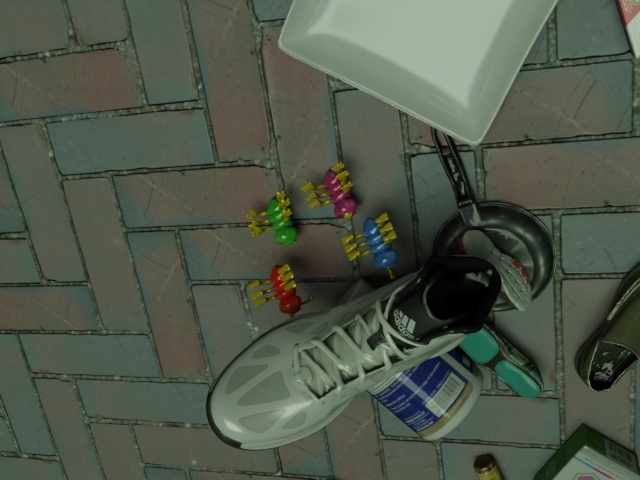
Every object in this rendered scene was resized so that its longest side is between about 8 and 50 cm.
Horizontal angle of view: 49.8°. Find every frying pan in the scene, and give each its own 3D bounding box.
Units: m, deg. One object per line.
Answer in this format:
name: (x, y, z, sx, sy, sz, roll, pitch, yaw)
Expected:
frying pan: (0.271, -0.024, 1.081, 0.197, 0.053, 0.326, 2, 116, 16)

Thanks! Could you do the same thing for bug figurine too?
bug figurine: (0.000, 0.000, 1.127, 0.279, 0.072, 0.216, -26, 73, 26)

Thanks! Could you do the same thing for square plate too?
square plate: (0.152, -0.359, 0.973, 0.344, 0.049, 0.347, 28, 117, 5)

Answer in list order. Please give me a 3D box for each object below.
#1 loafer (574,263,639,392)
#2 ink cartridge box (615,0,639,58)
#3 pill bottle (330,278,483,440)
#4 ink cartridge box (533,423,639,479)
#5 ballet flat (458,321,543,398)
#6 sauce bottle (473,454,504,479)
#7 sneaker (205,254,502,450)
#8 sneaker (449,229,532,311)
loafer: (0.482, 0.141, 1.058, 0.094, 0.087, 0.251, 24, 117, 6)
ink cartridge box: (0.462, -0.309, 0.892, 0.135, 0.056, 0.099, -19, 105, 24)
pill bottle: (0.128, 0.195, 1.156, 0.265, 0.153, 0.153, 41, 118, -2)
ink cartridge box: (0.447, 0.432, 1.207, 0.109, 0.062, 0.209, 30, 118, 3)
ballet flat: (0.294, 0.186, 1.151, 0.188, 0.070, 0.070, 46, 117, 0)
sauce bottle: (0.323, 0.456, 1.269, 0.042, 0.042, 0.128, -22, 106, 24)
sneaker: (0.049, 0.127, 0.940, 0.169, 0.448, 0.257, 60, 163, 16)
sneaker: (0.262, 0.049, 1.067, 0.158, 0.061, 0.065, 48, 144, -7)
